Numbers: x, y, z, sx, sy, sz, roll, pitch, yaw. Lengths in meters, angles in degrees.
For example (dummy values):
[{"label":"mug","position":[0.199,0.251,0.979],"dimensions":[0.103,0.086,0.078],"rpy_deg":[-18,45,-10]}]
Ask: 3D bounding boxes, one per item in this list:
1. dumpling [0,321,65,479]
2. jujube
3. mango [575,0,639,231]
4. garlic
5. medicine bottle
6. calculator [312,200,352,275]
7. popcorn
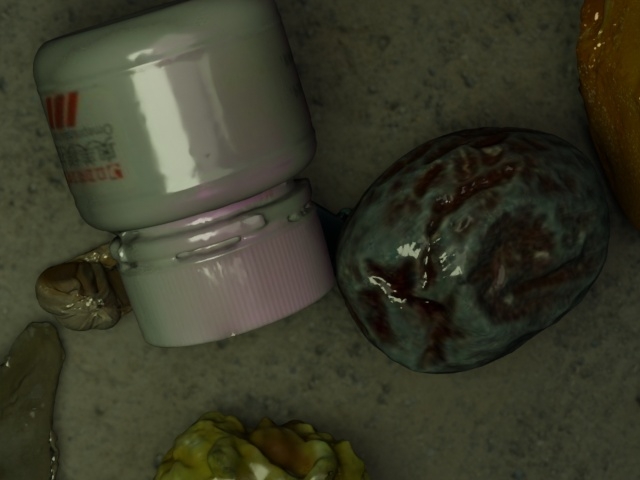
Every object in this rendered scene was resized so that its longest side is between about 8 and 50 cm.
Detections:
[{"label":"dumpling","position":[-0.342,0.248,1.533],"dimensions":[0.166,0.086,0.332],"rpy_deg":[4,85,-48]},{"label":"jujube","position":[0.155,0.007,1.609],"dimensions":[0.308,0.215,0.246],"rpy_deg":[-13,111,-37]},{"label":"mango","position":[0.395,-0.173,1.719],"dimensions":[0.199,0.201,0.350],"rpy_deg":[-5,97,10]},{"label":"garlic","position":[-0.242,0.058,1.577],"dimensions":[0.113,0.094,0.074],"rpy_deg":[-2,128,-22]},{"label":"medicine bottle","position":[-0.128,-0.077,1.525],"dimensions":[0.256,0.256,0.325],"rpy_deg":[-20,103,-16]},{"label":"calculator","position":[0.000,0.000,1.679],"dimensions":[0.141,0.019,0.094],"rpy_deg":[28,81,-15]},{"label":"popcorn","position":[-0.058,0.288,1.543],"dimensions":[0.249,0.225,0.249],"rpy_deg":[1,85,-11]}]
